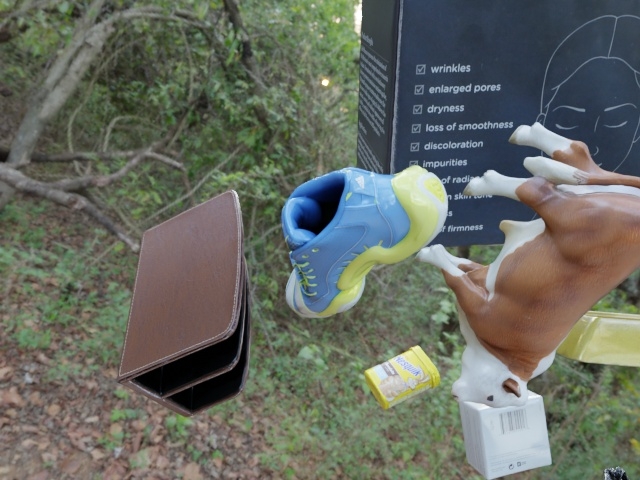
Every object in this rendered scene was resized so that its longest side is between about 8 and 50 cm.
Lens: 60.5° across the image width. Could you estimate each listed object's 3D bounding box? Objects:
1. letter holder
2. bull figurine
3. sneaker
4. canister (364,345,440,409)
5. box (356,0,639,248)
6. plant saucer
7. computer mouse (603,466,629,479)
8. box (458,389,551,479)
[{"bbox_3d":[-0.175,0.091,0.892,0.152,0.215,0.301,48,23,-41],"label":"letter holder"},{"bbox_3d":[0.202,0.039,0.564,0.188,0.310,0.101,40,36,14],"label":"bull figurine"},{"bbox_3d":[0.000,0.000,0.517,0.126,0.240,0.091,11,53,-31],"label":"sneaker"},{"bbox_3d":[0.221,0.374,1.497,0.126,0.170,0.073,-127,-160,-48],"label":"canister"},{"bbox_3d":[0.321,-0.263,0.956,0.481,0.471,0.297,-3,29,-6],"label":"box"},{"bbox_3d":[0.623,0.191,1.090,0.333,0.080,0.333,3,-3,7],"label":"plant saucer"},{"bbox_3d":[0.704,0.633,1.222,0.184,0.060,0.262,50,37,-2],"label":"computer mouse"},{"bbox_3d":[0.473,0.491,1.418,0.181,0.181,0.119,-9,1,-10],"label":"box"}]
